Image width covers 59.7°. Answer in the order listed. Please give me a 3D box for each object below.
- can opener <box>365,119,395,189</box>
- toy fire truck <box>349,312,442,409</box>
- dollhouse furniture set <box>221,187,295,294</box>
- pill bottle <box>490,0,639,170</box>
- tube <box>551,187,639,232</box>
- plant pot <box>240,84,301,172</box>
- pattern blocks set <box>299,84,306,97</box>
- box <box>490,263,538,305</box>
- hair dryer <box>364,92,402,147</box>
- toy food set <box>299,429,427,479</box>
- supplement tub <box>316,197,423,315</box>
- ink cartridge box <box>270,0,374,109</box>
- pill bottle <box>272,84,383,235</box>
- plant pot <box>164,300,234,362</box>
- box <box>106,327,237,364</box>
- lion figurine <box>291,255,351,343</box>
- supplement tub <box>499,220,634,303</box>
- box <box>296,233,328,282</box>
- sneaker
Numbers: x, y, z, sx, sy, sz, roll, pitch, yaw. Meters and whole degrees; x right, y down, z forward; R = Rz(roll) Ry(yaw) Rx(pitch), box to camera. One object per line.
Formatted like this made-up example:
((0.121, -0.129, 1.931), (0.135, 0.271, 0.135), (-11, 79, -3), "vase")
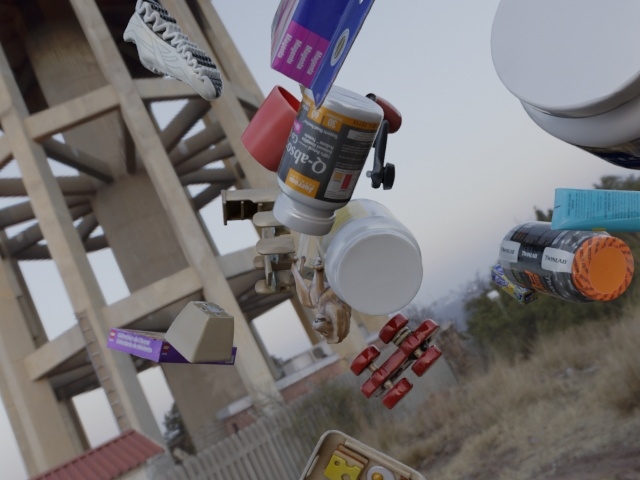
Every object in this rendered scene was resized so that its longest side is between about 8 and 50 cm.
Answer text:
((0.161, -0.227, 1.489), (0.073, 0.186, 0.059), (0, 4, -13), "can opener")
((0.239, 0.353, 1.663), (0.302, 0.169, 0.254), (-48, -19, 4), "toy fire truck")
((-0.163, -0.006, 1.422), (0.161, 0.242, 0.212), (-4, -31, -10), "dollhouse furniture set")
((0.263, -0.150, 0.487), (0.264, 0.153, 0.153), (2, -31, -48), "pill bottle")
((0.422, -0.039, 0.745), (0.207, 0.080, 0.052), (5, -44, 23), "tube")
((-0.153, -0.408, 2.111), (0.243, 0.275, 0.275), (-43, -16, 16), "plant pot")
((-0.049, -0.463, 1.635), (0.026, 0.285, 0.325), (-12, -50, 7), "pattern blocks set")
((0.626, 0.138, 1.811), (0.059, 0.169, 0.054), (-23, -57, -12), "box")
((0.122, -0.314, 1.572), (0.223, 0.080, 0.293), (-14, -19, -19), "hair dryer")
((0.099, 0.647, 1.423), (0.220, 0.306, 0.092), (-67, -8, 15), "toy food set")
((0.121, 0.036, 1.436), (0.241, 0.241, 0.331), (-29, 17, 3), "supplement tub")
((0.026, -0.367, 0.683), (0.071, 0.330, 0.324), (21, -62, -17), "ink cartridge box")
((0.006, -0.160, 1.121), (0.162, 0.162, 0.278), (-12, -50, -52), "pill bottle")
((-0.246, 0.188, 1.183), (0.109, 0.109, 0.096), (10, -75, -50), "plant pot")
((-0.399, 0.292, 1.529), (0.200, 0.057, 0.293), (5, -10, 32), "box")
((-0.001, 0.183, 1.853), (0.142, 0.240, 0.392), (-6, 8, -14), "lion figurine")
((0.667, 0.056, 1.539), (0.207, 0.207, 0.338), (-26, 10, -10), "supplement tub")
((0.000, 0.000, 2.217), (0.148, 0.311, 0.121), (17, -27, -19), "box")
((-0.335, -0.415, 1.274), (0.118, 0.292, 0.110), (-44, -11, 17), "sneaker")
